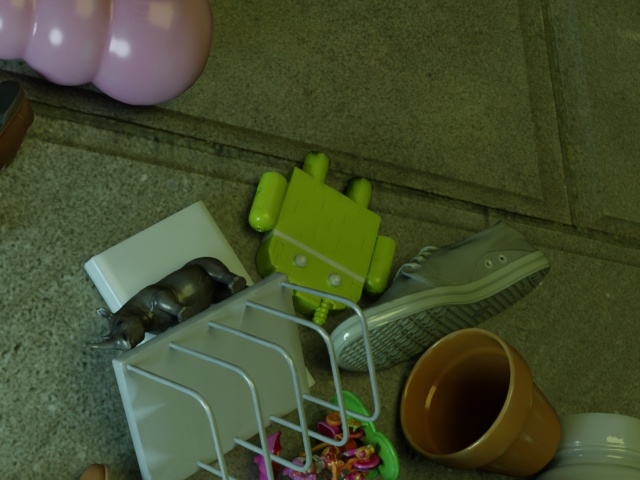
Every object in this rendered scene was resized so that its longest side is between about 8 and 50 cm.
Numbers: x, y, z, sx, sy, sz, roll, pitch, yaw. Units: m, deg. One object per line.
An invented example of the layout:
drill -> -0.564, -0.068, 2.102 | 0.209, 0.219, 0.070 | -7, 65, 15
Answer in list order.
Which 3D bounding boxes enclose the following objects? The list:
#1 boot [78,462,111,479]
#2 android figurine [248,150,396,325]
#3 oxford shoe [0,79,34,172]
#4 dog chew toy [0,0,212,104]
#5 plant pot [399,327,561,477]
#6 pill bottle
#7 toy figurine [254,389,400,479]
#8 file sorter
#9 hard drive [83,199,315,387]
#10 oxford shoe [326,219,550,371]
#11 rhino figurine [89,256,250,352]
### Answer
boot -> -0.344, 0.322, 1.390 | 0.152, 0.073, 0.197 | 32, 52, -14
android figurine -> 0.000, 0.000, 1.773 | 0.248, 0.056, 0.273 | 31, 54, -20
oxford shoe -> -0.435, -0.105, 1.520 | 0.212, 0.076, 0.076 | -58, 146, -26
dog chew toy -> -0.320, -0.298, 1.602 | 0.332, 0.206, 0.206 | 5, 67, -24
plant pot -> 0.255, 0.261, 1.753 | 0.188, 0.205, 0.205 | 35, 53, -35
pill bottle -> 0.416, 0.454, 1.758 | 0.204, 0.204, 0.361 | 19, 61, -27
toy figurine -> -0.004, 0.297, 1.589 | 0.159, 0.173, 0.130 | -18, 116, -26
file sorter -> -0.079, 0.192, 1.464 | 0.277, 0.173, 0.193 | -28, 118, -38
hard drive -> -0.162, 0.118, 1.619 | 0.203, 0.040, 0.307 | -32, 89, -39
oxford shoe -> 0.168, 0.079, 1.795 | 0.449, 0.169, 0.130 | -21, 65, -38
rhino figurine -> -0.198, 0.090, 1.524 | 0.243, 0.106, 0.073 | -28, 128, -38
